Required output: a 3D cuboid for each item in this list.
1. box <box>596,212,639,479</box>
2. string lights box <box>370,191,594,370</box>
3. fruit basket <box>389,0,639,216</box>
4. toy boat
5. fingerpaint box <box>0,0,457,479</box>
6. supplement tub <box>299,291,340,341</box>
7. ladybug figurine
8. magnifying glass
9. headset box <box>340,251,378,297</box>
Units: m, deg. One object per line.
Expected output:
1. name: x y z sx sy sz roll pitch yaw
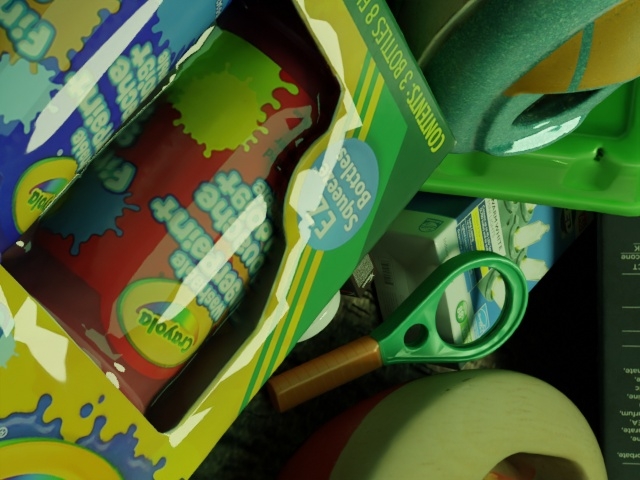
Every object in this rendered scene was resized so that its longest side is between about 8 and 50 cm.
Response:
1. box: 0.384 0.094 1.305 0.293 0.212 0.395 -59 146 -68
2. string lights box: 0.149 -0.016 1.162 0.259 0.076 0.133 -41 129 -40
3. fruit basket: 0.201 -0.210 1.067 0.392 0.283 0.392 7 90 -84
4. toy boat: 0.200 -0.146 0.779 0.318 0.267 0.148 -22 76 -16
5. fingerpaint box: -0.164 -0.077 0.613 0.371 0.163 0.445 -50 135 -18
6. supplement tub: -0.036 0.016 0.932 0.071 0.071 0.107 -58 137 -27
7. ladybug figurine: 0.094 0.249 1.079 0.449 0.162 0.305 24 79 -53
8. magnifying glass: 0.064 0.077 1.033 0.231 0.026 0.092 -24 120 -19
9. headset box: 0.000 0.000 0.982 0.032 0.062 0.083 -54 137 -32
